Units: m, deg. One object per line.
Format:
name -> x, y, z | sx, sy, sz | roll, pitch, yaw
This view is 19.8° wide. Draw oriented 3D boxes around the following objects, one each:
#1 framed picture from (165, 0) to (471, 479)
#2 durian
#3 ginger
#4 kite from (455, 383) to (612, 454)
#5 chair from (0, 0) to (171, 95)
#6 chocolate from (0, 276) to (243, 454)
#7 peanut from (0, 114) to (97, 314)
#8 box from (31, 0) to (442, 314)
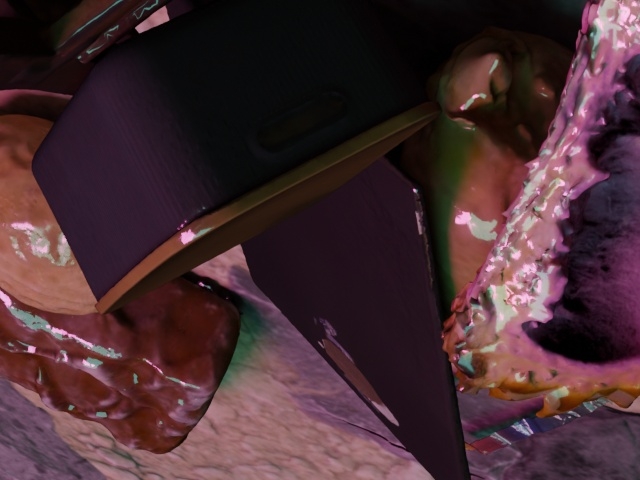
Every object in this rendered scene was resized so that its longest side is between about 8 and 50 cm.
framed picture -> 0.000, 0.000, 1.073 | 0.244, 0.013, 0.324 | 46, 163, 34
durian -> 0.177, -0.064, 0.854 | 0.191, 0.112, 0.341 | 9, 115, -19
ginger -> 0.097, -0.016, 1.014 | 0.152, 0.138, 0.267 | 25, 152, 2
kite -> 0.159, 0.064, 1.199 | 0.204, 0.022, 0.360 | 33, 144, -15
chair -> -0.089, -0.196, 0.767 | 0.240, 0.416, 0.203 | -39, 86, 12
chocolate -> -0.173, 0.064, 1.318 | 0.214, 0.093, 0.148 | 24, 146, -5
peanut -> -0.176, -0.015, 1.188 | 0.159, 0.109, 0.140 | 25, 145, -10
box -> -0.048, -0.047, 0.853 | 0.090, 0.144, 0.201 | 61, 159, 2
